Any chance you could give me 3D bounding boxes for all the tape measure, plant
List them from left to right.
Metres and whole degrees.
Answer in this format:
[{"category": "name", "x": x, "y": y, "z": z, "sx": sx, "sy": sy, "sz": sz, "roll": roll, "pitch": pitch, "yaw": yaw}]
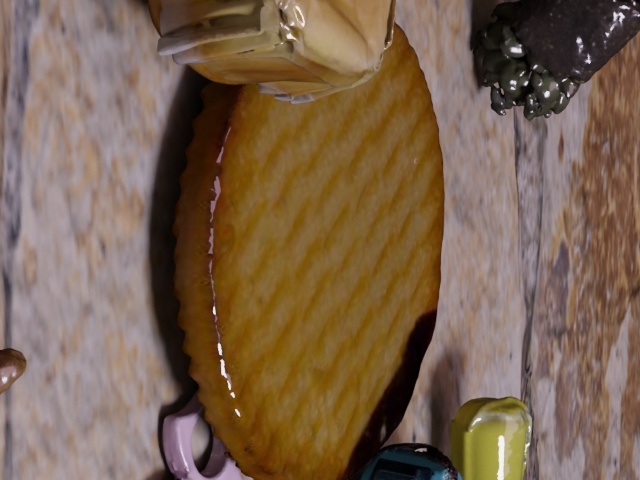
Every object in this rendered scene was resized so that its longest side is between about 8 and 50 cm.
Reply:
[{"category": "tape measure", "x": 0.054, "y": 0.212, "z": 1.225, "sx": 0.125, "sy": 0.081, "sz": 0.146, "roll": 40, "pitch": 62, "yaw": -69}, {"category": "plant", "x": 0.177, "y": -0.151, "z": 1.313, "sx": 0.092, "sy": 0.143, "sz": 0.094, "roll": 40, "pitch": 36, "yaw": -14}]

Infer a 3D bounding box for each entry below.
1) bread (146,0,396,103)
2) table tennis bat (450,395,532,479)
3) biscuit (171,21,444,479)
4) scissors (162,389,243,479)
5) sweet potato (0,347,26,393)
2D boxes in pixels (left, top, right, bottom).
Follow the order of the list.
[{"category": "bread", "x": -0.021, "y": -0.202, "z": 0.947, "sx": 0.136, "sy": 0.107, "sz": 0.241, "roll": 16, "pitch": 78, "yaw": -56}, {"category": "table tennis bat", "x": 0.116, "y": 0.296, "z": 1.344, "sx": 0.224, "sy": 0.054, "sz": 0.368, "roll": -6, "pitch": 103, "yaw": -39}, {"category": "biscuit", "x": 0.000, "y": 0.000, "z": 1.104, "sx": 0.318, "sy": 0.040, "sz": 0.317, "roll": -11, "pitch": 103, "yaw": -62}, {"category": "scissors", "x": -0.048, "y": 0.169, "z": 1.086, "sx": 0.212, "sy": 0.021, "sz": 0.110, "roll": 44, "pitch": 55, "yaw": -56}, {"category": "sweet potato", "x": -0.249, "y": 0.060, "z": 0.626, "sx": 0.106, "sy": 0.095, "sz": 0.355, "roll": -41, "pitch": 155, "yaw": 18}]
